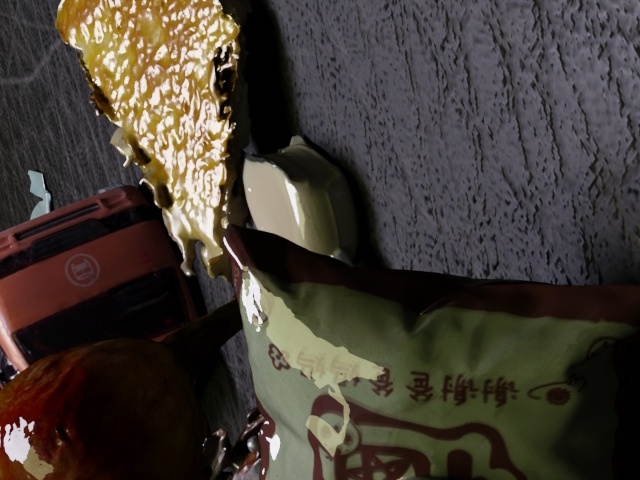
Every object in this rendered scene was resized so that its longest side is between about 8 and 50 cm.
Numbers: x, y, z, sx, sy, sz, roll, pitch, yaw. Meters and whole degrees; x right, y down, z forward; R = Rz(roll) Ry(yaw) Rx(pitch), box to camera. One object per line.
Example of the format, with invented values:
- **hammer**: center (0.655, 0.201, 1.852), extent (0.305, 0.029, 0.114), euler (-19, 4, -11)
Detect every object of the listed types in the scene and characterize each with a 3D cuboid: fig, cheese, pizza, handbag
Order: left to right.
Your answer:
- **fig**: center (-0.144, 0.146, 1.095), extent (0.290, 0.191, 0.190), euler (-61, -36, -67)
- **pizza**: center (-0.102, -0.113, 1.080), extent (0.189, 0.071, 0.297), euler (-46, 56, 37)
- **cheese**: center (0.000, -0.006, 0.968), extent (0.171, 0.048, 0.092), euler (49, 150, 48)
- **handbag**: center (0.058, 0.108, 0.734), extent (0.127, 0.213, 0.235), euler (-60, -29, -60)

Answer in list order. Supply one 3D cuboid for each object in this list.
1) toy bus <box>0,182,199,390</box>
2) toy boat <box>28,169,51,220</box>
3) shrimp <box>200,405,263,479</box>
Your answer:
- **toy bus**: center (-0.250, 0.131, 1.484), extent (0.233, 0.203, 0.427), euler (59, 156, 17)
- **toy boat**: center (-0.369, 0.047, 1.918), extent (0.220, 0.067, 0.291), euler (-139, 41, -56)
- **shrimp**: center (0.000, 0.151, 0.961), extent (0.116, 0.145, 0.343), euler (51, 158, 19)
